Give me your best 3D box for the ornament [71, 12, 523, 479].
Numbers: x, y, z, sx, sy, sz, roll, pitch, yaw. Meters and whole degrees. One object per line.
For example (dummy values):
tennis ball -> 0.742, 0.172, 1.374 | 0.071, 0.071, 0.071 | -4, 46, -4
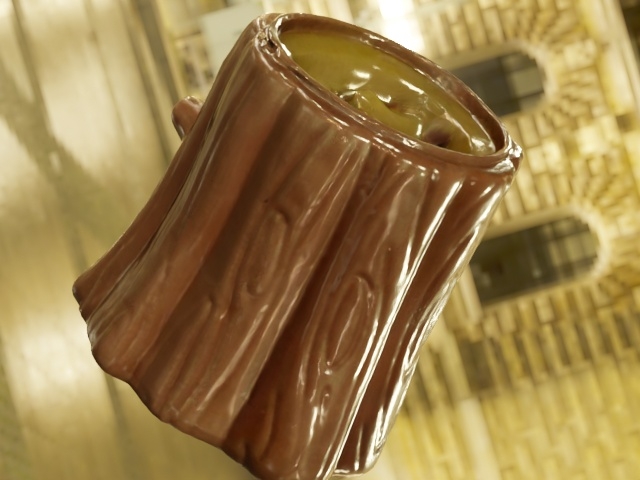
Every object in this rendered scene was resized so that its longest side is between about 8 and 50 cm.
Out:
ornament -> 0.000, 0.000, 1.079 | 0.217, 0.221, 0.235 | -61, -142, 23
